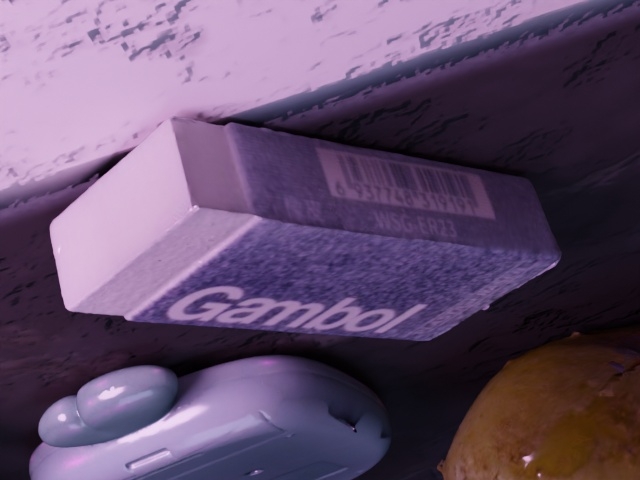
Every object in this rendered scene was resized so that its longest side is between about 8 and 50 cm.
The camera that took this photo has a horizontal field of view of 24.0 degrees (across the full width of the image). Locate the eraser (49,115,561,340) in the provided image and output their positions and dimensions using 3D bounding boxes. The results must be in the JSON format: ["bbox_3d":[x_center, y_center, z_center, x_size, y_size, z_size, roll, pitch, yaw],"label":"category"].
[{"bbox_3d":[0.000,0.000,0.631,0.212,0.046,0.092,8,147,-44],"label":"eraser"}]

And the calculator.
[{"bbox_3d":[-0.060,0.122,0.873,0.186,0.041,0.299,-23,158,14],"label":"calculator"}]

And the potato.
[{"bbox_3d":[0.230,0.136,0.918,0.307,0.210,0.173,-15,114,-23],"label":"potato"}]
